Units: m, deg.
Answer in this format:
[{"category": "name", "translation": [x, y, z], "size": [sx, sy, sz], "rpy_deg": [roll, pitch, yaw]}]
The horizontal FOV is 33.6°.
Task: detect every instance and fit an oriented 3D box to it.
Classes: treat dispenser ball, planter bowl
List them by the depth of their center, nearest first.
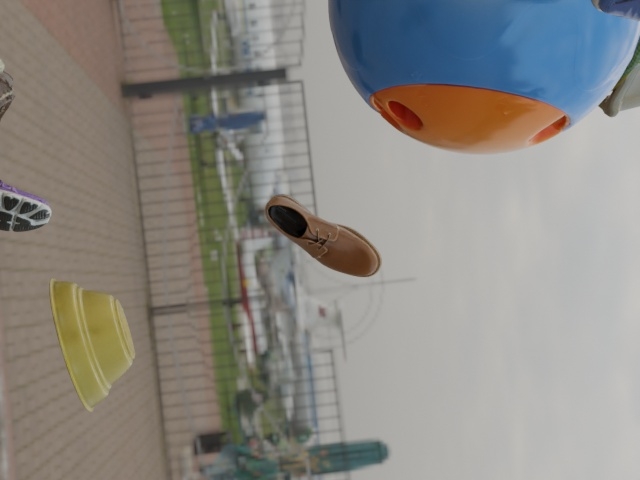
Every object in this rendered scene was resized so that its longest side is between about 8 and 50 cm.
[{"category": "treat dispenser ball", "translation": [0.150, -0.222, 0.970], "size": [0.288, 0.288, 0.288], "rpy_deg": [174, -90, -87]}, {"category": "planter bowl", "translation": [-0.345, 0.150, 1.650], "size": [0.217, 0.090, 0.217], "rpy_deg": [164, -90, -84]}]

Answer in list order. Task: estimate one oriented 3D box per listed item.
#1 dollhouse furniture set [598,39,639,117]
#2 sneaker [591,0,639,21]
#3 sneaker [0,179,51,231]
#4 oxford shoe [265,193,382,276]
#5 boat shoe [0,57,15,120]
[{"category": "dollhouse furniture set", "translation": [0.511, -0.310, 1.485], "size": [0.197, 0.301, 0.151], "rpy_deg": [106, -37, -53]}, {"category": "sneaker", "translation": [0.268, -0.140, 0.633], "size": [0.080, 0.211, 0.081], "rpy_deg": [76, 21, -70]}, {"category": "sneaker", "translation": [-0.403, -0.067, 1.272], "size": [0.068, 0.170, 0.071], "rpy_deg": [126, -20, -46]}, {"category": "oxford shoe", "translation": [0.000, 0.000, 1.696], "size": [0.076, 0.212, 0.076], "rpy_deg": [-62, 178, 9]}, {"category": "boat shoe", "translation": [-0.240, -0.040, 0.666], "size": [0.095, 0.095, 0.257], "rpy_deg": [54, -35, -11]}]
